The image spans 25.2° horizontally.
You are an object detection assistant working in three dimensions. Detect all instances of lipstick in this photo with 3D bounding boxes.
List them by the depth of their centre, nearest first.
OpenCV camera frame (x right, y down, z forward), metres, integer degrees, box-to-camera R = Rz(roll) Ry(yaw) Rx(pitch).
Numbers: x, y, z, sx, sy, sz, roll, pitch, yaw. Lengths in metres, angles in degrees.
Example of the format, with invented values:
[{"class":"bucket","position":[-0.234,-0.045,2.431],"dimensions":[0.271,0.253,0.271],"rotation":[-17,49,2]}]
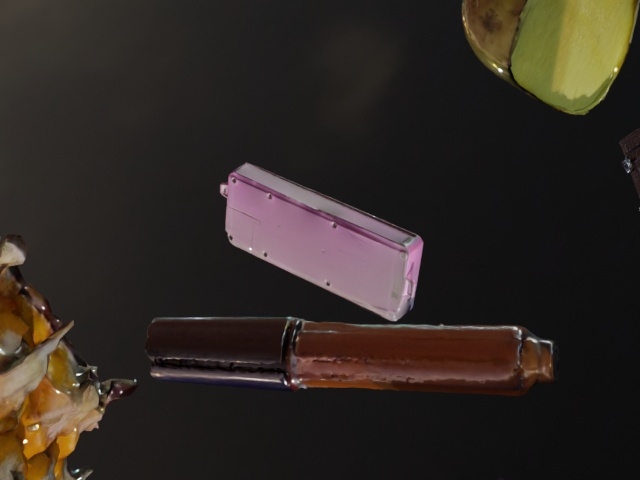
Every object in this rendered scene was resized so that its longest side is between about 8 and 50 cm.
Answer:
[{"class":"lipstick","position":[0.025,0.114,1.424],"dimensions":[0.418,0.077,0.077],"rotation":[1,-125,18]}]

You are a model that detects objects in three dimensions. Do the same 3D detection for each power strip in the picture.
[{"class":"power strip","position":[0.000,0.000,1.706],"dimensions":[0.037,0.279,0.109],"rotation":[-37,143,-45]}]

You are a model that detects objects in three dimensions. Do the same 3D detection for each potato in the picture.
[{"class":"potato","position":[0.199,-0.211,1.316],"dimensions":[0.111,0.271,0.160],"rotation":[24,-81,29]}]

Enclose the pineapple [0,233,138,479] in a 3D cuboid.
[{"class":"pineapple","position":[-0.289,0.097,0.626],"dimensions":[0.352,0.352,0.300],"rotation":[-22,-153,54]}]

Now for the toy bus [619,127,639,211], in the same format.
[{"class":"toy bus","position":[0.398,-0.058,1.678],"dimensions":[0.047,0.065,0.166],"rotation":[-33,-137,26]}]
